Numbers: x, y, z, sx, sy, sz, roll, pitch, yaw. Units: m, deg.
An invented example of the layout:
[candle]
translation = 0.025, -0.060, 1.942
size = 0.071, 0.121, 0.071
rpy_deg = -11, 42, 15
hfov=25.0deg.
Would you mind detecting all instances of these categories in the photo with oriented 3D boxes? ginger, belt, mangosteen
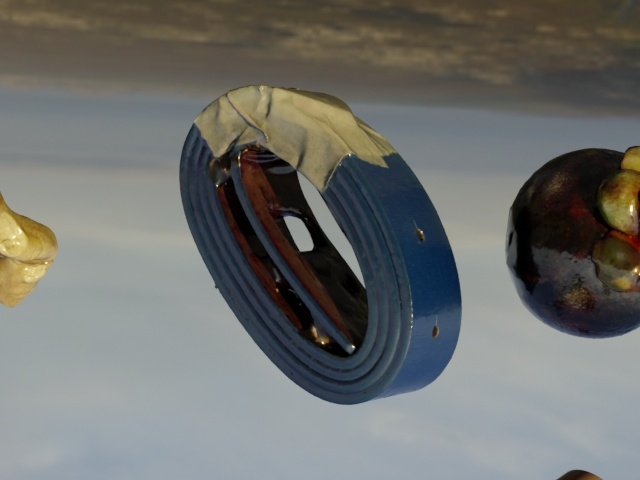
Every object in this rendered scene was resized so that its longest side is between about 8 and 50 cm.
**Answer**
[ginger]
translation = -0.262, -0.039, 1.100
size = 0.075, 0.089, 0.288
rpy_deg = -27, 150, -10
[belt]
translation = 0.000, 0.000, 1.451
size = 0.212, 0.347, 0.117
rpy_deg = -43, 159, 28
[mangosteen]
translation = 0.283, -0.006, 1.397
size = 0.194, 0.194, 0.230
rpy_deg = 1, 162, -34

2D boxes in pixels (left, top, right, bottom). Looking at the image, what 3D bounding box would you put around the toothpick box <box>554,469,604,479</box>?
[toothpick box]
translation = 0.190, 0.275, 1.238
size = 0.149, 0.098, 0.098
rpy_deg = -29, -160, -29
